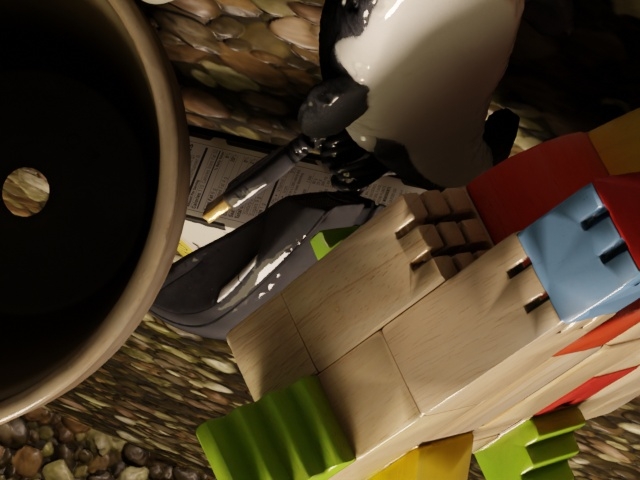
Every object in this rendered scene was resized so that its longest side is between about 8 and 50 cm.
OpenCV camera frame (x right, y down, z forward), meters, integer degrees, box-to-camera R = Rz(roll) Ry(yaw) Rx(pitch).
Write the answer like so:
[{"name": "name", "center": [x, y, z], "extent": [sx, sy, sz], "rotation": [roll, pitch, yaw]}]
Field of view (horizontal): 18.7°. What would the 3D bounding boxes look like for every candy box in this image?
[{"name": "candy box", "center": [0.000, 0.000, 1.427], "extent": [0.233, 0.071, 0.159], "rotation": [14, 162, 25]}]

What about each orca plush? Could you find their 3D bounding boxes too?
[{"name": "orca plush", "center": [0.055, -0.115, 1.038], "extent": [0.151, 0.102, 0.287], "rotation": [-32, 157, 12]}]

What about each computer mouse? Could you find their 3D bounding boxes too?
[{"name": "computer mouse", "center": [-0.025, 0.007, 1.204], "extent": [0.262, 0.060, 0.184], "rotation": [-29, 162, 28]}]

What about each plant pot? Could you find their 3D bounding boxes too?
[{"name": "plant pot", "center": [-0.223, -0.037, 1.252], "extent": [0.323, 0.323, 0.280], "rotation": [20, 179, 7]}]

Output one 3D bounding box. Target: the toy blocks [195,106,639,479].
[{"name": "toy blocks", "center": [0.145, 0.014, 1.020], "extent": [0.381, 0.191, 0.261], "rotation": [-7, 156, -49]}]

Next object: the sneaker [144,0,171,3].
[{"name": "sneaker", "center": [-0.077, -0.193, 0.939], "extent": [0.118, 0.083, 0.222], "rotation": [39, 158, -15]}]
